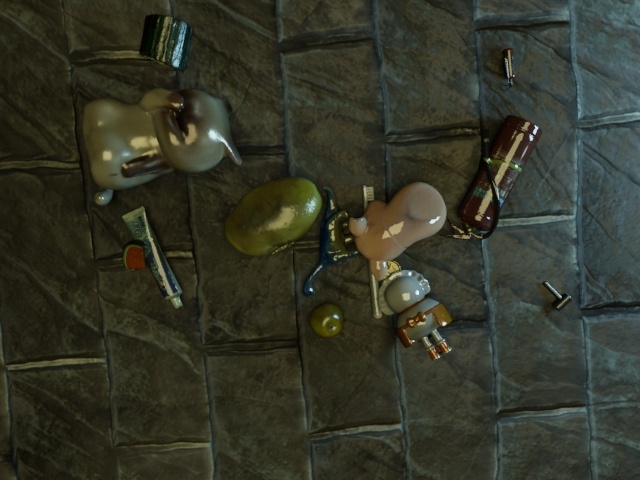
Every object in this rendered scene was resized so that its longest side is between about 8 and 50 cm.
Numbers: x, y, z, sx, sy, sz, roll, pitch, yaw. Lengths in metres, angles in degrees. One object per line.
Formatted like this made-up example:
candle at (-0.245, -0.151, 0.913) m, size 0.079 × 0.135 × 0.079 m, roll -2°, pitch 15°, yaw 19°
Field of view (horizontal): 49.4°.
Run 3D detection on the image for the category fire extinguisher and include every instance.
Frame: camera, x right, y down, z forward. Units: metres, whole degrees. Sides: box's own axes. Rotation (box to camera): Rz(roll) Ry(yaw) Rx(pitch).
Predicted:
fire extinguisher at (0.413, -0.143, 1.723) m, size 0.142 × 0.105 × 0.341 m, roll 28°, pitch 94°, yaw 9°
fire extinguisher at (0.465, -0.424, 1.720) m, size 0.032 × 0.046 × 0.100 m, roll -5°, pitch 95°, yaw 11°

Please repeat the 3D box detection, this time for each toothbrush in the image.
toothbrush at (0.130, 0.030, 1.766) m, size 0.030 × 0.025 × 0.342 m, roll -5°, pitch 96°, yaw -4°

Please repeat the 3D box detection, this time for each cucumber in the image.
cucumber at (-0.374, -0.476, 1.668) m, size 0.117 × 0.062 × 0.115 m, roll 12°, pitch 92°, yaw -5°

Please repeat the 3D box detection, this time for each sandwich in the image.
sandwich at (-0.457, 0.039, 1.718) m, size 0.069 × 0.026 × 0.101 m, roll 24°, pitch 123°, yaw 24°

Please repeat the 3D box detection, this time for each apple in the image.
apple at (0.018, 0.203, 1.756) m, size 0.090 × 0.074 × 0.089 m, roll -7°, pitch 109°, yaw -19°

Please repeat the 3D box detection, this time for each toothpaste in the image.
toothpaste at (-0.408, 0.046, 1.728) m, size 0.047 × 0.069 × 0.268 m, roll -28°, pitch 96°, yaw -32°

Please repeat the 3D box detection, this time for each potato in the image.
potato at (-0.111, -0.057, 1.678) m, size 0.248 × 0.143 × 0.169 m, roll -31°, pitch 77°, yaw 4°

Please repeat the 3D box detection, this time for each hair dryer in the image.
hair dryer at (0.606, 0.139, 1.801) m, size 0.047 × 0.026 × 0.083 m, roll -44°, pitch 93°, yaw 2°

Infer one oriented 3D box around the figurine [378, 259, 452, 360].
figurine at (0.228, 0.170, 1.728) m, size 0.143 × 0.143 × 0.271 m, roll -34°, pitch 97°, yaw 1°

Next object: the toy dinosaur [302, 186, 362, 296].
toy dinosaur at (0.000, 0.000, 1.735) m, size 0.188 × 0.075 × 0.247 m, roll -23°, pitch 103°, yaw 3°

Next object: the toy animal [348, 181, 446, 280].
toy animal at (0.190, -0.040, 1.672) m, size 0.250 × 0.154 × 0.166 m, roll -35°, pitch 93°, yaw -14°

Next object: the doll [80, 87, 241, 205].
doll at (-0.390, -0.238, 1.619) m, size 0.371 × 0.226 × 0.214 m, roll -18°, pitch 59°, yaw 4°
